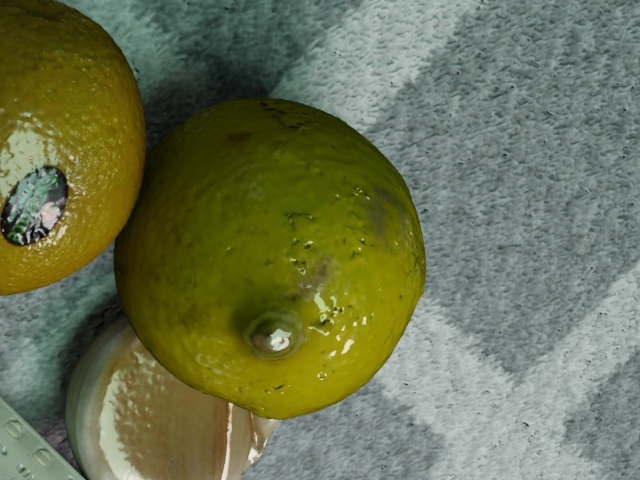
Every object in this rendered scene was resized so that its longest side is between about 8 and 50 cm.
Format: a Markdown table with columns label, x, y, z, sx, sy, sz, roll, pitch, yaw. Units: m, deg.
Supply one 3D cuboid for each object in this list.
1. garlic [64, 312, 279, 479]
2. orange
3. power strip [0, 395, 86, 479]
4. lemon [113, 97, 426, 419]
| label | x | y | z | sx | sy | sz | roll | pitch | yaw |
| --- | --- | --- | --- | --- | --- | --- | --- | --- | --- |
| garlic | -0.135 | 0.157 | 1.568 | 0.217 | 0.110 | 0.228 | 9 | 93 | -38 |
| orange | -0.241 | -0.072 | 1.306 | 0.236 | 0.236 | 0.236 | -15 | 124 | -23 |
| power strip | -0.242 | 0.217 | 1.499 | 0.252 | 0.027 | 0.060 | 45 | 63 | -2 |
| lemon | -0.041 | 0.016 | 1.400 | 0.258 | 0.310 | 0.258 | -2 | 108 | -7 |
